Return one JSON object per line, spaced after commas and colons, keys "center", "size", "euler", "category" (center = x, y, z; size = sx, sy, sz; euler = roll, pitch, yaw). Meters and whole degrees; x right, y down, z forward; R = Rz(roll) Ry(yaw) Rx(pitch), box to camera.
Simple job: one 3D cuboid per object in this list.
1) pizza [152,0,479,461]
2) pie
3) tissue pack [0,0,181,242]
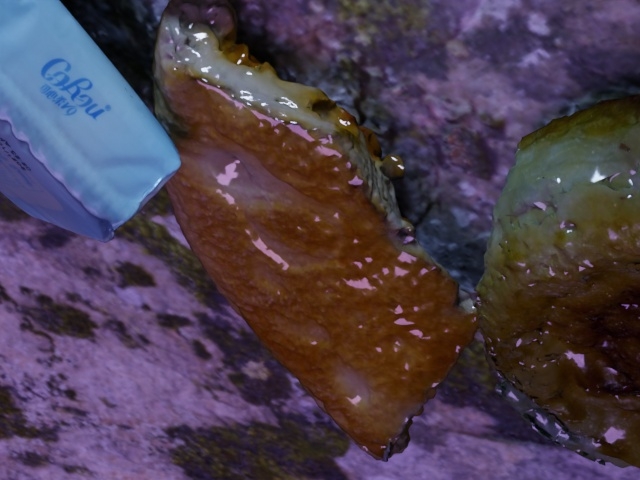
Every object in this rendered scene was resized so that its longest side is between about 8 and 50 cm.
{"center": [0.000, 0.000, 1.169], "size": [0.182, 0.074, 0.365], "euler": [-10, 123, 37], "category": "pizza"}
{"center": [0.239, 0.052, 1.080], "size": [0.288, 0.103, 0.354], "euler": [17, 139, 19], "category": "pie"}
{"center": [-0.211, -0.123, 1.107], "size": [0.263, 0.089, 0.177], "euler": [47, 166, -22], "category": "tissue pack"}
